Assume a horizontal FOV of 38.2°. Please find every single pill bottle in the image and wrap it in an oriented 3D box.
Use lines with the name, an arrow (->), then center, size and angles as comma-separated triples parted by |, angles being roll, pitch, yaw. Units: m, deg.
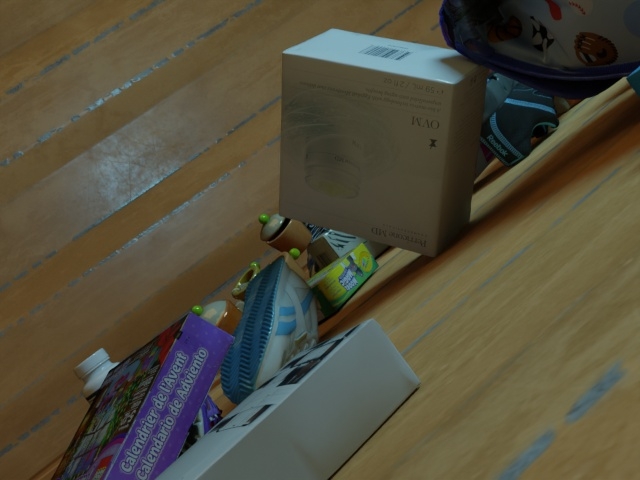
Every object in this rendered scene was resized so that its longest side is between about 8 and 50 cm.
pill bottle -> -0.390, 0.291, 1.751 | 0.094, 0.169, 0.094 | -37, 1, 1

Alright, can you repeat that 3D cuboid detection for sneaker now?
sneaker -> -0.133, 0.193, 1.010 | 0.068, 0.071, 0.170 | -58, 15, 6
sneaker -> 0.347, -0.243, 1.579 | 0.341, 0.140, 0.125 | -43, 4, -40
sneaker -> 0.000, 0.000, 2.117 | 0.129, 0.147, 0.330 | -37, 2, 5
sneaker -> -0.050, 0.116, 1.093 | 0.087, 0.092, 0.229 | -33, 23, 31

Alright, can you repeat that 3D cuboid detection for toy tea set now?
toy tea set -> -0.121, 0.067, 1.594 | 0.200, 0.124, 0.336 | -40, 22, 28

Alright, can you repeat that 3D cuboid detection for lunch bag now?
lunch bag -> 0.365, -0.321, 1.039 | 0.328, 0.239, 0.385 | -37, 23, -34

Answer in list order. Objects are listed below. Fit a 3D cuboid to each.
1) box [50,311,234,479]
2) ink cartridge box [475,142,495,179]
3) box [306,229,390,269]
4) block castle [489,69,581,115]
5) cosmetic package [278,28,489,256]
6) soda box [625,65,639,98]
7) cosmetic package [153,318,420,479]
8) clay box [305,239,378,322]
box -> -0.204, 0.204, 0.963 | 0.293, 0.057, 0.201 | -35, 27, 56
ink cartridge box -> 0.141, -0.131, 1.652 | 0.311, 0.065, 0.186 | 4, 39, 45
box -> 0.113, -0.039, 1.716 | 0.275, 0.094, 0.113 | -38, 2, -22
block castle -> 0.518, -0.420, 1.805 | 0.453, 0.213, 0.303 | -36, 2, 21
cosmetic package -> 0.075, -0.126, 1.163 | 0.138, 0.224, 0.225 | -40, -41, -52
soda box -> 0.335, -0.153, 0.701 | 0.071, 0.067, 0.210 | -37, 1, -23
cosmetic package -> -0.049, 0.145, 0.573 | 0.239, 0.060, 0.099 | -38, 1, -37
clay box -> 0.006, 0.077, 1.419 | 0.127, 0.053, 0.222 | -35, 1, 29
